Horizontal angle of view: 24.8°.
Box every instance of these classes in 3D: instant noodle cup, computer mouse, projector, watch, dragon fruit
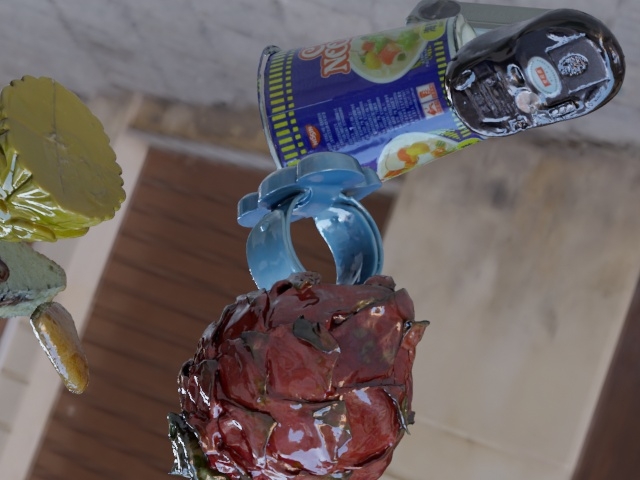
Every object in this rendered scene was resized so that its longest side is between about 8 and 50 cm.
[{"bbox_3d":[0.098,-0.208,2.232,0.312,0.284,0.284,-15,161,19],"label":"instant noodle cup"},{"bbox_3d":[0.265,-0.212,1.790,0.233,0.096,0.137,-15,111,32],"label":"computer mouse"},{"bbox_3d":[0.275,-0.300,2.453,0.256,0.099,0.192,9,128,23],"label":"projector"},{"bbox_3d":[0.000,0.000,1.929,0.210,0.193,0.211,-10,164,-3],"label":"watch"},{"bbox_3d":[-0.016,0.156,1.479,0.244,0.299,0.244,48,-166,-17],"label":"dragon fruit"}]

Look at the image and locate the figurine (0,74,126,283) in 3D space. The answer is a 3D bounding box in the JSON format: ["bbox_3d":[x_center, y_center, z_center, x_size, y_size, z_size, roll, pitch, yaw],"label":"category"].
[{"bbox_3d":[-0.372,-0.010,1.566,0.168,0.315,0.187,0,-125,-58],"label":"figurine"}]

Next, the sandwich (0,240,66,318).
[{"bbox_3d":[-0.493,0.053,2.101,0.288,0.099,0.254,41,-167,-31],"label":"sandwich"}]

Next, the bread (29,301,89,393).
[{"bbox_3d":[-0.378,0.131,2.068,0.154,0.054,0.136,61,178,24],"label":"bread"}]
